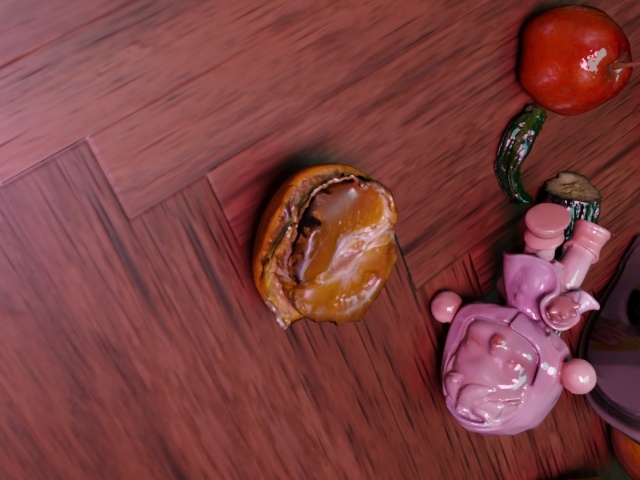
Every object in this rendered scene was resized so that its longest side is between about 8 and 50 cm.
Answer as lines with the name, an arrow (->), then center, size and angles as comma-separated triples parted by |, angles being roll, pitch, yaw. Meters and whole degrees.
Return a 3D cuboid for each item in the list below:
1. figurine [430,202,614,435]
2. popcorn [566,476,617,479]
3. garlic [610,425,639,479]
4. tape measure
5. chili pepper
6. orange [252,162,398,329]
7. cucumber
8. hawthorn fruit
figurine -> 0.224, 0.096, 0.973 | 0.133, 0.200, 0.276 | 11, 105, -60
popcorn -> 0.346, 0.403, 1.108 | 0.250, 0.250, 0.190 | 3, 85, -34
garlic -> 0.464, 0.241, 1.211 | 0.115, 0.128, 0.207 | 25, 84, 8
tape measure -> 0.455, 0.140, 1.091 | 0.262, 0.259, 0.138 | -51, 123, -6
chili pepper -> 0.229, -0.097, 1.007 | 0.055, 0.035, 0.118 | 2, 98, -16
orange -> 0.000, 0.000, 0.839 | 0.160, 0.112, 0.170 | 21, 115, -46
cucumber -> 0.275, 0.050, 1.058 | 0.077, 0.077, 0.265 | 7, 101, -34
hawthorn fruit -> 0.280, -0.193, 0.966 | 0.125, 0.140, 0.125 | -12, 139, -11
